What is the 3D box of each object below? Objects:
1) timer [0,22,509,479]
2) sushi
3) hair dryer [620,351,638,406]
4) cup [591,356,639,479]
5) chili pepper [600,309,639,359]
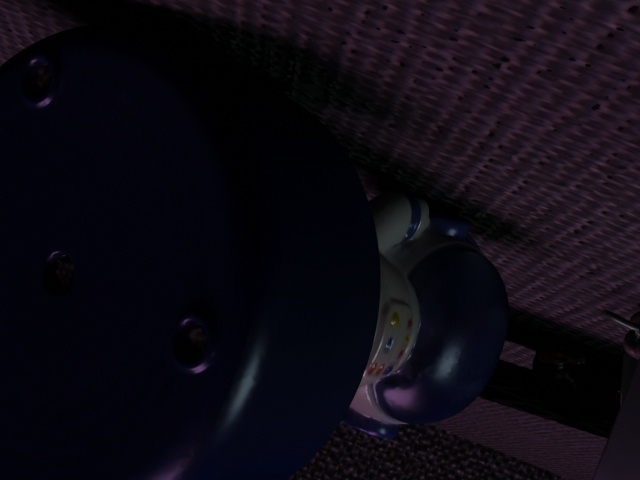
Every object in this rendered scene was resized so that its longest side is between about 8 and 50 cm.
[{"bbox_3d":[-0.020,0.035,1.137,0.270,0.270,0.383,16,-176,39],"label":"timer"},{"bbox_3d":[0.240,0.123,1.634,0.290,0.050,0.264,17,-174,19],"label":"sushi"},{"bbox_3d":[0.294,0.115,1.417,0.150,0.071,0.047,-3,165,31],"label":"hair dryer"},{"bbox_3d":[0.275,0.103,0.766,0.312,0.205,0.205,21,173,10],"label":"cup"},{"bbox_3d":[0.256,0.082,1.320,0.153,0.041,0.050,26,-146,-29],"label":"chili pepper"}]
